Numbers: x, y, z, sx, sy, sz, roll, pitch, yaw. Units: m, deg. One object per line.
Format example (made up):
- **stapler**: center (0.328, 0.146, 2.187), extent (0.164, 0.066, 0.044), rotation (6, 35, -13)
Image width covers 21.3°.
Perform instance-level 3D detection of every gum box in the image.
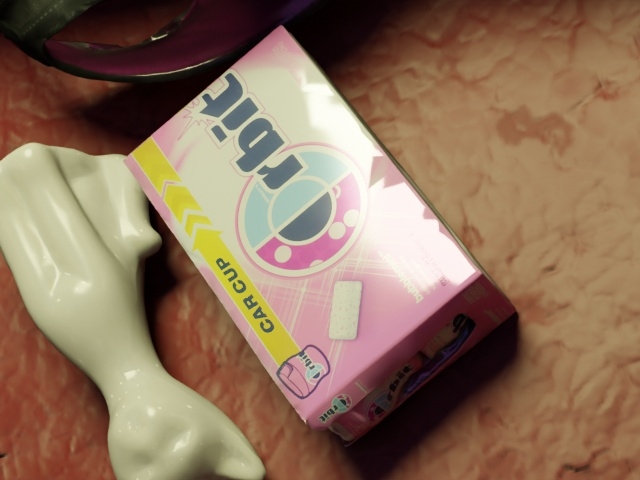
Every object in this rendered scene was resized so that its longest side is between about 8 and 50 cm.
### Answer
- **gum box**: center (0.000, 0.000, 0.833), extent (0.107, 0.062, 0.188), rotation (-40, 61, 5)

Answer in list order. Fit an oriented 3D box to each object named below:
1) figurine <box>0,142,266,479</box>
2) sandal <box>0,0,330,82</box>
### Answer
- **figurine**: center (-0.152, 0.085, 0.863), extent (0.215, 0.092, 0.209), rotation (-32, 70, 9)
- **sandal**: center (-0.056, -0.150, 0.851), extent (0.446, 0.167, 0.107), rotation (-3, 66, 21)
